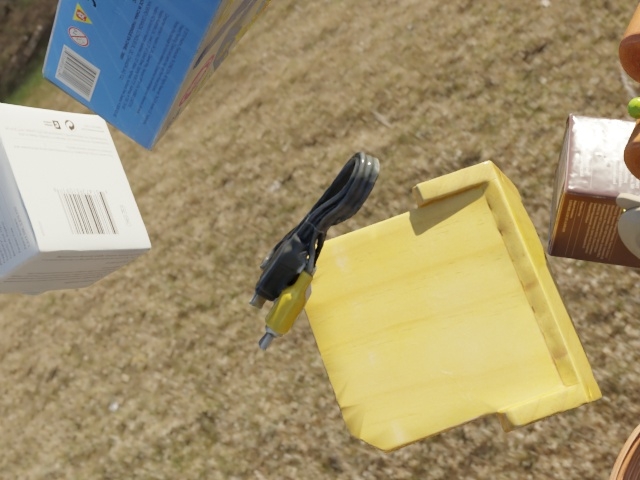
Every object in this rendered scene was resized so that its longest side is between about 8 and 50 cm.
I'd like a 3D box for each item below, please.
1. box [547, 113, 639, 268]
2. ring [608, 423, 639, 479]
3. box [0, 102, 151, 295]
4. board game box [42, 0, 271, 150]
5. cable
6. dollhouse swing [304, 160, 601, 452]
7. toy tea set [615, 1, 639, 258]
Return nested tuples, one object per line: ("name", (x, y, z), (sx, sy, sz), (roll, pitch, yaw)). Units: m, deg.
("box", (0.469, -0.073, 1.585), (0.203, 0.167, 0.168), (9, 54, 8))
("ring", (0.475, 0.345, 1.236), (0.032, 0.337, 0.336), (-12, 56, 67))
("box", (-0.313, -0.044, 1.139), (0.119, 0.181, 0.181), (-29, 77, 27))
("board game box", (-0.019, -0.242, 0.587), (0.302, 0.086, 0.308), (-57, 6, -30))
("cable", (0.000, 0.000, 1.224), (0.287, 0.072, 0.139), (-51, 16, 30))
("dollhouse swing", (0.182, 0.116, 1.450), (0.305, 0.315, 0.346), (-24, 76, 15))
("toy tea set", (0.379, -0.097, 0.938), (0.200, 0.336, 0.124), (21, 58, 35))
